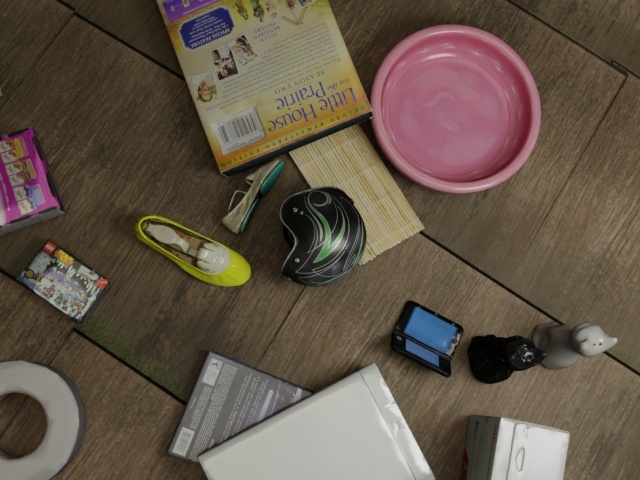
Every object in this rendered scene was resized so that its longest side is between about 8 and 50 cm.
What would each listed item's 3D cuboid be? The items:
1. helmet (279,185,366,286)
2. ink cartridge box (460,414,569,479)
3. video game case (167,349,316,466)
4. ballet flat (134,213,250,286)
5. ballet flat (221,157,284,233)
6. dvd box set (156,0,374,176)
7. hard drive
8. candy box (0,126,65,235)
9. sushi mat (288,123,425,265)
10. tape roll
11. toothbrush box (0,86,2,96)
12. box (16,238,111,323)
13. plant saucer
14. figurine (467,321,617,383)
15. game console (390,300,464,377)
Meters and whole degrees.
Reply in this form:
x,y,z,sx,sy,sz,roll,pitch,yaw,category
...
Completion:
x,y,z,sx,sy,sz,roll,pitch,yaw,category
0.000,0.000,1.519,0.169,0.169,0.162,-16,73,-9,helmet
0.337,0.381,1.481,0.127,0.176,0.128,12,79,-4,ink cartridge box
-0.110,0.339,1.516,0.274,0.026,0.196,22,79,-3,video game case
-0.234,0.017,1.529,0.231,0.077,0.077,27,78,-2,ballet flat
-0.129,-0.092,1.573,0.052,0.057,0.168,29,78,9,ballet flat
-0.115,-0.368,1.582,0.307,0.062,0.421,-22,83,6,dvd box set
-0.006,0.399,1.481,0.353,0.047,0.233,-26,84,-10,hard drive
-0.598,-0.087,1.510,0.233,0.071,0.159,-20,83,-10,candy box
0.056,-0.120,1.616,0.151,0.019,0.317,-31,85,-9,sushi mat
-0.520,0.317,1.449,0.219,0.072,0.219,1,81,-6,tape roll
-0.717,-0.388,1.522,0.206,0.122,0.283,-14,83,-8,toothbrush box
-0.462,0.073,1.520,0.137,0.027,0.094,34,77,0,box
0.254,-0.247,1.627,0.332,0.084,0.332,1,81,-5,plant saucer
0.395,0.195,1.503,0.214,0.209,0.092,-10,82,-8,figurine
0.199,0.181,1.556,0.122,0.107,0.071,27,107,-1,game console
